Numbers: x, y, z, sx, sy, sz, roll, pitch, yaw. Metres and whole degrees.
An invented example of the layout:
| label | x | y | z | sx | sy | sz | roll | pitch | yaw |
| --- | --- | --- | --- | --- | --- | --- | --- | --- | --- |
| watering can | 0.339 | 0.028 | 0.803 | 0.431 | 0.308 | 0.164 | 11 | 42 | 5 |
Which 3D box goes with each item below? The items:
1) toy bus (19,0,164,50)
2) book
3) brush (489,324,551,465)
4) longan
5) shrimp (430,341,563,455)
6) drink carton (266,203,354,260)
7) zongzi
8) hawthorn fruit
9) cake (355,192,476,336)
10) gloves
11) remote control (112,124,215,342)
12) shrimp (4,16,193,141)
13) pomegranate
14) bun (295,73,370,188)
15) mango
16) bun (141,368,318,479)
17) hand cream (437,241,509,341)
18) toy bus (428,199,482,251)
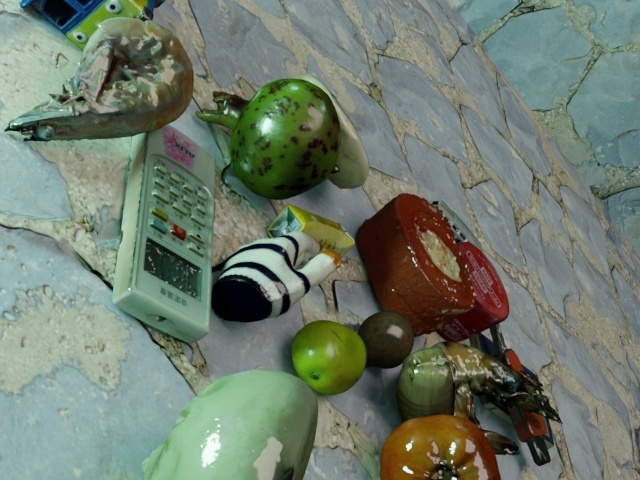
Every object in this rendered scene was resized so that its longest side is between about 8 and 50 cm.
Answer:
| label | x | y | z | sx | sy | sz | roll | pitch | yaw |
| --- | --- | --- | --- | --- | --- | --- | --- | --- | --- |
| toy bus | -0.336 | -0.424 | 1.334 | 0.175 | 0.138 | 0.288 | 39 | 34 | -33 |
| book | 0.428 | 0.334 | 1.931 | 0.269 | 0.025 | 0.191 | 36 | 35 | -35 |
| brush | 0.418 | 0.323 | 1.851 | 0.070 | 0.051 | 0.323 | 8 | 59 | -46 |
| longan | 0.112 | 0.177 | 1.518 | 0.113 | 0.092 | 0.113 | -13 | 111 | -36 |
| shrimp | 0.339 | 0.329 | 1.694 | 0.365 | 0.071 | 0.233 | 27 | 46 | -22 |
| drink carton | 0.000 | 0.000 | 1.520 | 0.200 | 0.084 | 0.074 | 19 | 25 | -48 |
| zongzi | 0.178 | 0.232 | 1.515 | 0.197 | 0.099 | 0.194 | -94 | -178 | -50 |
| hawthorn fruit | 0.191 | 0.376 | 1.392 | 0.225 | 0.196 | 0.197 | 62 | 3 | -77 |
| cake | 0.180 | 0.044 | 1.696 | 0.177 | 0.151 | 0.283 | 12 | 52 | -38 |
| gloves | -0.067 | 0.045 | 1.315 | 0.131 | 0.140 | 0.219 | 46 | 38 | -5 |
| remote control | -0.216 | -0.025 | 1.235 | 0.145 | 0.050 | 0.344 | 34 | 38 | -37 |
| shrimp | -0.296 | -0.218 | 1.191 | 0.317 | 0.062 | 0.164 | -27 | 108 | -44 |
| pomegranate | -0.082 | -0.182 | 1.457 | 0.263 | 0.211 | 0.211 | 27 | 33 | 0 |
| bun | 0.003 | -0.194 | 1.637 | 0.237 | 0.116 | 0.210 | 61 | -2 | 15 |
| mango | 0.020 | 0.185 | 1.362 | 0.163 | 0.089 | 0.117 | 17 | 49 | -52 |
| bun | -0.115 | 0.267 | 0.950 | 0.179 | 0.283 | 0.283 | 17 | 33 | 5 |
| hand cream | 0.300 | 0.111 | 1.838 | 0.193 | 0.125 | 0.193 | 39 | 35 | -34 |
| toy bus | 0.292 | -0.012 | 1.979 | 0.194 | 0.089 | 0.087 | 46 | 31 | -20 |
